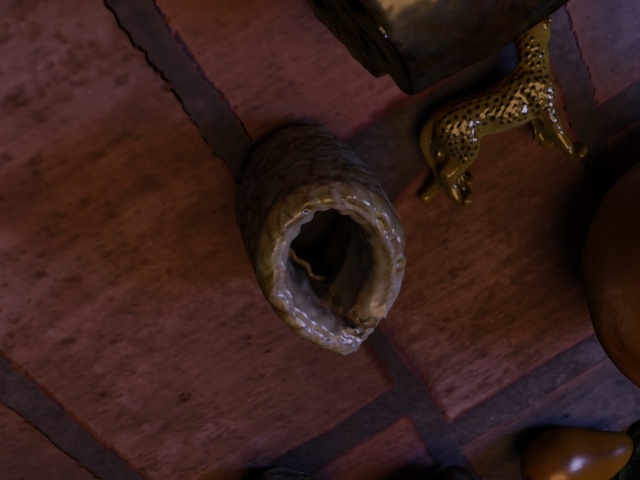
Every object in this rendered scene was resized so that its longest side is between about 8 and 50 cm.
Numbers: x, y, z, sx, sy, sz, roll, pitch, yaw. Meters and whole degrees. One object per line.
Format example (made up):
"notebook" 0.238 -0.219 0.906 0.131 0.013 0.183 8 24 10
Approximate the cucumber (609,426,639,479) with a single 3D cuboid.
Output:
"cucumber" 0.524 0.339 1.064 0.115 0.086 0.193 10 122 -24

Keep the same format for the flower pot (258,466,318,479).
"flower pot" -0.052 0.402 0.862 0.212 0.212 0.202 21 97 -28

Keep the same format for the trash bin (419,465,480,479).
"trash bin" 0.187 0.448 0.961 0.209 0.182 0.290 -39 129 6

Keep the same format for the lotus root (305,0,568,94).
"lotus root" 0.121 -0.277 0.474 0.346 0.250 0.250 -35 124 -1

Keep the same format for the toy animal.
"toy animal" 0.159 -0.120 0.680 0.181 0.073 0.136 -25 117 12

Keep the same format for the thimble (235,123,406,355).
"thimble" 0.000 0.000 0.646 0.137 0.143 0.190 -19 124 -7

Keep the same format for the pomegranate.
"pomegranate" 0.444 0.024 0.723 0.342 0.342 0.342 -8 122 -13

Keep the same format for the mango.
"mango" 0.366 0.314 0.995 0.184 0.085 0.102 -4 117 -28
